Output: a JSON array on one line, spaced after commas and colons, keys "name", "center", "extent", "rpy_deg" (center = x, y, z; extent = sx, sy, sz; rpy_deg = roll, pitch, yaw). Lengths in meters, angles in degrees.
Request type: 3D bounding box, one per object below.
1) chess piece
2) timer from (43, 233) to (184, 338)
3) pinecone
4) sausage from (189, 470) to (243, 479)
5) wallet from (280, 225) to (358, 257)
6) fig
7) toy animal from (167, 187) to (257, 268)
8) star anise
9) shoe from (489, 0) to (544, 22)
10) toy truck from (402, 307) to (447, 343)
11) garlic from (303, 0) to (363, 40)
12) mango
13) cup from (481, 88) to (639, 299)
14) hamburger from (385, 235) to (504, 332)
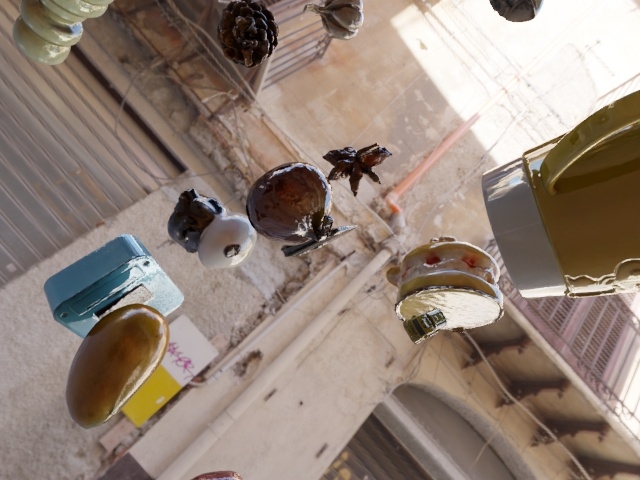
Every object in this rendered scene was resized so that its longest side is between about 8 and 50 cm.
[{"name": "chess piece", "center": [-0.509, -0.442, 0.778], "extent": [0.243, 0.133, 0.133], "rpy_deg": [-28, -76, 33]}, {"name": "timer", "center": [-0.478, 0.134, 0.965], "extent": [0.091, 0.232, 0.249], "rpy_deg": [41, -23, 33]}, {"name": "pinecone", "center": [-0.220, -0.610, 1.209], "extent": [0.179, 0.204, 0.184], "rpy_deg": [20, -38, -23]}, {"name": "sausage", "center": [-0.161, 0.391, 0.629], "extent": [0.059, 0.094, 0.054], "rpy_deg": [-55, -145, 41]}, {"name": "wallet", "center": [0.000, 0.000, 1.385], "extent": [0.245, 0.169, 0.052], "rpy_deg": [-22, -96, 34]}, {"name": "fig", "center": [-0.075, -0.084, 1.033], "extent": [0.235, 0.235, 0.214], "rpy_deg": [-22, -94, 60]}, {"name": "toy animal", "center": [-0.337, -0.019, 1.288], "extent": [0.267, 0.212, 0.212], "rpy_deg": [35, -30, 7]}, {"name": "star anise", "center": [0.107, -0.242, 1.265], "extent": [0.196, 0.212, 0.111], "rpy_deg": [29, -22, 39]}, {"name": "shoe", "center": [0.374, -0.616, 0.784], "extent": [0.336, 0.171, 0.132], "rpy_deg": [42, 1, -25]}, {"name": "toy truck", "center": [0.202, 0.164, 0.784], "extent": [0.054, 0.083, 0.049], "rpy_deg": [-47, -117, 40]}, {"name": "garlic", "center": [0.046, -0.702, 1.242], "extent": [0.131, 0.194, 0.127], "rpy_deg": [-63, -146, 35]}, {"name": "mango", "center": [-0.431, 0.249, 0.846], "extent": [0.176, 0.254, 0.139], "rpy_deg": [21, -22, 44]}, {"name": "cup", "center": [0.271, -0.048, 0.359], "extent": [0.226, 0.185, 0.241], "rpy_deg": [-20, -34, 32]}, {"name": "hamburger", "center": [0.322, 0.119, 1.081], "extent": [0.261, 0.186, 0.303], "rpy_deg": [28, -41, -26]}]
